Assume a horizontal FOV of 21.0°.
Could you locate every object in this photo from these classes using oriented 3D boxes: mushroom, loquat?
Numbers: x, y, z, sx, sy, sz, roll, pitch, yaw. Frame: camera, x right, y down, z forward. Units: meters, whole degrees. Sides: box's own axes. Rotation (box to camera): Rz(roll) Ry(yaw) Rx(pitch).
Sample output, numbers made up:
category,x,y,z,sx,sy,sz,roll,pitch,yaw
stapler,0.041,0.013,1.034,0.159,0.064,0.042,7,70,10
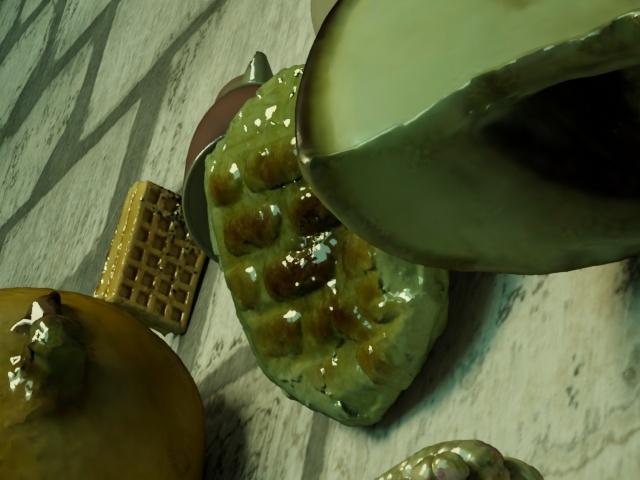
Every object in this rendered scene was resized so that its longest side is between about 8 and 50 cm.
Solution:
category,x,y,z,sx,sy,sz,roll,pitch,yaw
mushroom,0.153,-0.117,1.099,0.292,0.212,0.217,-33,30,27
loquat,-0.256,0.181,1.551,0.359,0.328,0.328,115,166,-48

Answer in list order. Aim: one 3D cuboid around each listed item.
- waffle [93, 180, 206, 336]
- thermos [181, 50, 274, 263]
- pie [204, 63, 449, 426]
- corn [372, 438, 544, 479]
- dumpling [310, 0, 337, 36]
category,x,y,z,sx,sy,sz,roll,pitch,yaw
waffle,-0.174,0.018,1.843,0.042,0.102,0.148,-21,48,55
thermos,-0.060,-0.071,1.659,0.265,0.146,0.176,-101,16,-69
pie,0.000,0.000,1.352,0.306,0.071,0.306,19,113,51
corn,0.039,0.220,1.123,0.335,0.126,0.127,-36,34,57
dumpling,0.069,-0.157,1.371,0.293,0.163,0.204,36,102,46
